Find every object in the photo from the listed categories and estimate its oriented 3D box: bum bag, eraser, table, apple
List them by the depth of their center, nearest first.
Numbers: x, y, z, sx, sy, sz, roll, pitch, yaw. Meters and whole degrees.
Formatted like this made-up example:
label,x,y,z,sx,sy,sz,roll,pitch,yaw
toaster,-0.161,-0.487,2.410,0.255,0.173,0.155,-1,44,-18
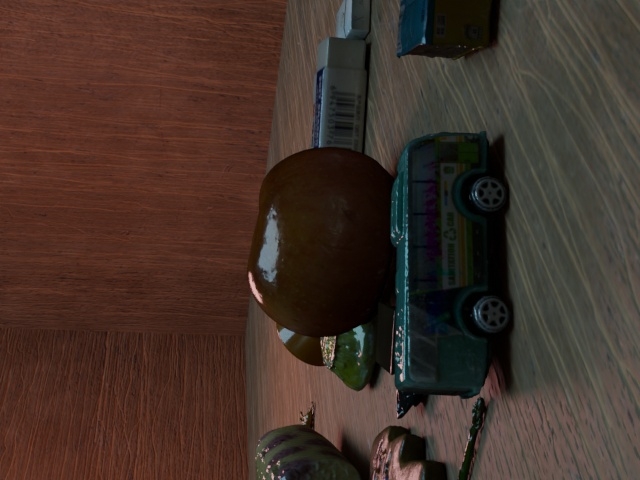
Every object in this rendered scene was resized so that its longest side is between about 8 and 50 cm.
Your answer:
label,x,y,z,sx,sy,sz,roll,pitch,yaw
table,0.110,0.109,0.997,0.083,0.082,0.070,-168,81,-81
bum bag,0.114,0.173,1.109,0.058,0.034,0.124,-76,-1,-48
apple,0.000,0.000,1.290,0.251,0.206,0.271,-143,65,-73
eraser,0.031,-0.216,1.616,0.124,0.081,0.278,-156,69,-81

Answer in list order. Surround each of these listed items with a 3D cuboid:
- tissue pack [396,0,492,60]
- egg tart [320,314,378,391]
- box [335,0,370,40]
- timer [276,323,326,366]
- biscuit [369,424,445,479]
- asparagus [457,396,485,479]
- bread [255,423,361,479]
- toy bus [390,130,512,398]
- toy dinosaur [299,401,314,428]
label,x,y,z,sx,sy,sz,roll,pitch,yaw
tissue pack,0.137,-0.283,0.963,0.120,0.082,0.169,-159,73,-80
egg tart,0.045,0.145,1.426,0.197,0.078,0.197,-179,90,-81
box,0.058,-0.401,1.646,0.154,0.040,0.084,154,121,-79
timer,0.015,0.126,1.581,0.152,0.132,0.132,-50,30,33
biscuit,0.095,0.351,1.142,0.301,0.043,0.278,-111,26,-69
asparagus,0.151,0.229,0.929,0.016,0.013,0.166,-121,33,-56
bread,-0.020,0.425,1.498,0.338,0.155,0.187,169,96,-78
toy bus,0.124,0.022,0.886,0.091,0.109,0.261,103,169,-75
toy dinosaur,-0.031,0.404,1.971,0.041,0.026,0.113,28,106,62
